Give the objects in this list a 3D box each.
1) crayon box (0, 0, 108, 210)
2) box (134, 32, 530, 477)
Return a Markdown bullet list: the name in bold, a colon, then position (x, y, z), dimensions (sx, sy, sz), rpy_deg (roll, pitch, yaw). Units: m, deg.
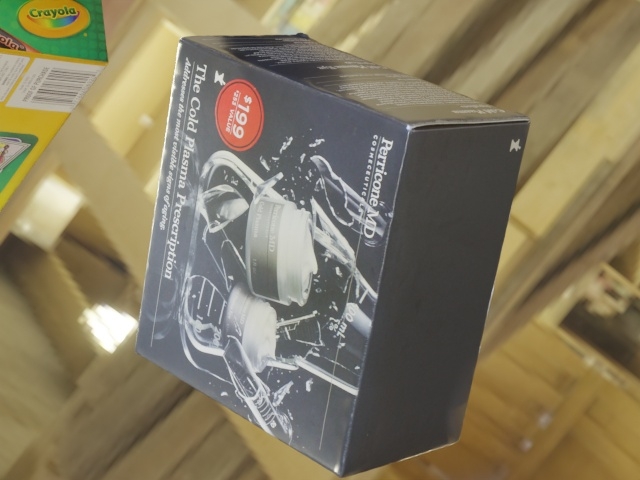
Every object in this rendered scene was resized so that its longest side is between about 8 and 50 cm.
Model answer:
- **crayon box**: position (-0.262, -0.084, 0.934), dimensions (0.165, 0.278, 0.081), rpy_deg (5, -118, -31)
- **box**: position (0.000, 0.000, 1.457), dimensions (0.312, 0.343, 0.179), rpy_deg (24, -157, 39)
